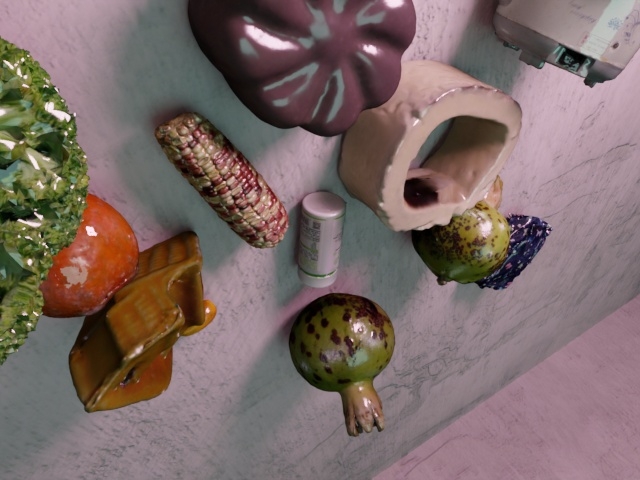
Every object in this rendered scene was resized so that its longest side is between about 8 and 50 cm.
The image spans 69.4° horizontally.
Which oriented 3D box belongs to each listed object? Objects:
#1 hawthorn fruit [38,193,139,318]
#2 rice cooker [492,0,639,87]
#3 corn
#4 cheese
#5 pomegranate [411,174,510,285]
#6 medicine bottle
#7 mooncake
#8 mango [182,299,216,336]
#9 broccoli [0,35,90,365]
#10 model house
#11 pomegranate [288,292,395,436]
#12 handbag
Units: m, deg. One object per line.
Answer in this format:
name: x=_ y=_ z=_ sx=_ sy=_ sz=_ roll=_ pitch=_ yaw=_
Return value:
hawthorn fruit: x=-0.337 y=0.015 z=0.614 sx=0.172 sy=0.173 sz=0.173 roll=-21 pitch=135 yaw=-22
rice cooker: x=0.449 y=-0.428 z=0.757 sx=0.264 sy=0.317 sz=0.317 roll=24 pitch=116 yaw=-1
corn: x=-0.146 y=-0.089 z=0.726 sx=0.098 sy=0.098 sz=0.290 roll=-40 pitch=136 yaw=-1
cheese: x=0.212 y=-0.174 z=0.881 sx=0.332 sy=0.153 sz=0.293 roll=-8 pitch=130 yaw=-31
pomegranate: x=0.342 y=-0.027 z=1.072 sx=0.276 sy=0.221 sz=0.204 roll=-38 pitch=125 yaw=-31
medicine bottle: x=0.000 y=0.000 z=0.919 sx=0.086 sy=0.086 sz=0.184 roll=-16 pitch=134 yaw=-26
mooncake: x=-0.013 y=-0.284 z=0.614 sx=0.305 sy=0.154 sz=0.306 roll=-19 pitch=135 yaw=-20
mango: x=-0.239 y=0.152 z=0.891 sx=0.089 sy=0.060 sz=0.046 roll=-41 pitch=99 yaw=3
broccoli: x=-0.401 y=-0.061 z=0.395 sx=0.309 sy=0.321 sz=0.413 roll=-27 pitch=107 yaw=38
model house: x=-0.252 y=0.114 z=0.734 sx=0.173 sy=0.268 sz=0.239 roll=36 pitch=99 yaw=-28
pomegranate: x=0.042 y=0.272 z=1.044 sx=0.242 sy=0.242 sz=0.306 roll=23 pitch=69 yaw=-46
handbag: x=0.551 y=0.036 z=1.356 sx=0.161 sy=0.113 sz=0.260 roll=13 pitch=117 yaw=-38
